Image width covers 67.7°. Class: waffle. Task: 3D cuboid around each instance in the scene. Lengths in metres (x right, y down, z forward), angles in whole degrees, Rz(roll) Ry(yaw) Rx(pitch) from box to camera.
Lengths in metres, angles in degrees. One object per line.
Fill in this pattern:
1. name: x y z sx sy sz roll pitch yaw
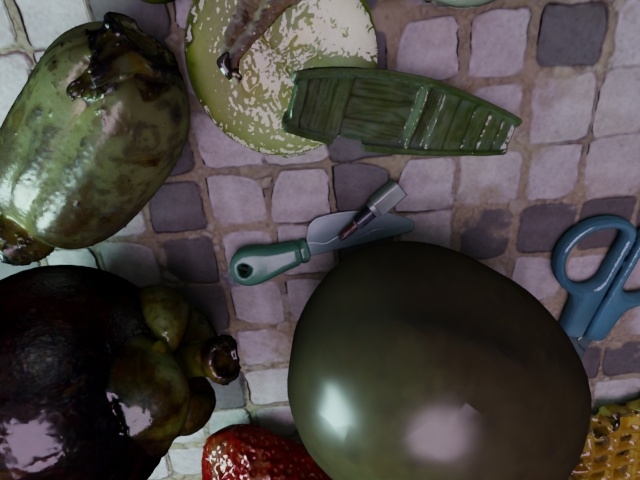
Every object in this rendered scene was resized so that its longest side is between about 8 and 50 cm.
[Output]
1. waffle: 0.560 0.361 0.833 0.262 0.060 0.280 30 112 -16

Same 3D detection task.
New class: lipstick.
1. lipstick: 0.064 -0.036 0.629 0.107 0.025 0.025 -41 111 11

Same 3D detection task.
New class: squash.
1. squash: -0.046 -0.204 0.538 0.219 0.041 0.219 -1 117 -1

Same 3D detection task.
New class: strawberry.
1. strawberry: -0.075 0.447 0.794 0.261 0.257 0.261 -7 146 -5

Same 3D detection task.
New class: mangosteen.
1. mangosteen: -0.292 0.171 0.587 0.330 0.330 0.329 -1 117 -1

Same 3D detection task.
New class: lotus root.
1. lotus root: -0.267 -0.097 0.527 0.173 0.173 0.309 37 110 -18

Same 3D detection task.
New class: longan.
1. longan: 0.137 0.170 0.589 0.361 0.361 0.360 -1 117 -1

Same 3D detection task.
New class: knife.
1. knife: -0.001 -0.001 0.655 0.261 0.034 0.063 -19 105 1

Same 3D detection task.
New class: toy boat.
1. toy boat: 0.093 -0.141 0.535 0.293 0.055 0.093 2 125 -24

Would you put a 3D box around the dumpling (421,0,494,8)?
1. dumpling: 0.141 -0.298 0.466 0.188 0.108 0.127 5 95 10

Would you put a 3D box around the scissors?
1. scissors: 0.393 0.171 0.748 0.193 0.029 0.446 10 116 -6

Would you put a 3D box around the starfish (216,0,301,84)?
1. starfish: 0.046 -0.322 0.360 0.384 0.132 0.398 -23 108 5

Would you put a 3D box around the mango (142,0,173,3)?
1. mango: -0.139 -0.310 0.465 0.091 0.074 0.165 36 118 -18
